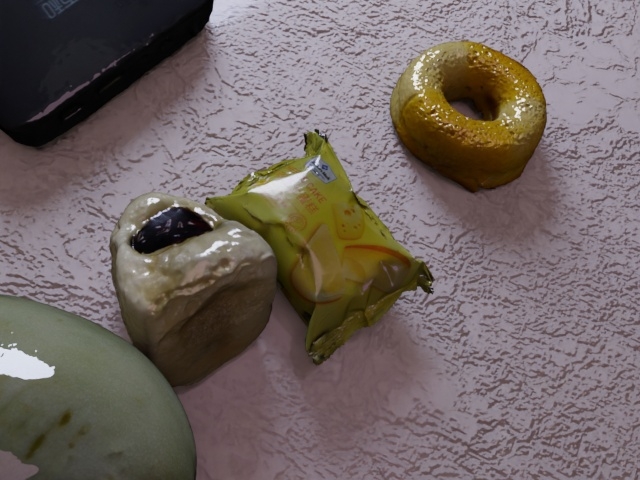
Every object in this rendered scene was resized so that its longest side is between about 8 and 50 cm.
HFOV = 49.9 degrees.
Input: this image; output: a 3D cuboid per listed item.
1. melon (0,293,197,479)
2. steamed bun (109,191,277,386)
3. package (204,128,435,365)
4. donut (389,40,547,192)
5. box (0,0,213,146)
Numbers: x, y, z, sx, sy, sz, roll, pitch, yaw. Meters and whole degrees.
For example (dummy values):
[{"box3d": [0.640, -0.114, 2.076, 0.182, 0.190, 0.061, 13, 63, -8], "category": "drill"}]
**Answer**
[{"box3d": [-0.239, 0.176, 0.522, 0.308, 0.271, 0.271, 9, 70, -4], "category": "melon"}, {"box3d": [-0.138, 0.031, 0.651, 0.141, 0.172, 0.155, -26, 59, -28], "category": "steamed bun"}, {"box3d": [0.000, 0.000, 0.711, 0.168, 0.090, 0.226, -33, 78, -21], "category": "package"}, {"box3d": [0.179, -0.156, 0.806, 0.190, 0.074, 0.174, 42, 70, 6], "category": "donut"}, {"box3d": [-0.303, -0.276, 0.762, 0.289, 0.073, 0.290, 43, 70, 6], "category": "box"}]
